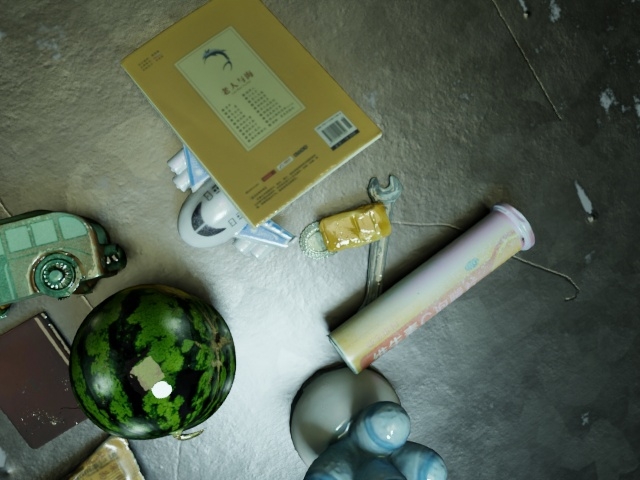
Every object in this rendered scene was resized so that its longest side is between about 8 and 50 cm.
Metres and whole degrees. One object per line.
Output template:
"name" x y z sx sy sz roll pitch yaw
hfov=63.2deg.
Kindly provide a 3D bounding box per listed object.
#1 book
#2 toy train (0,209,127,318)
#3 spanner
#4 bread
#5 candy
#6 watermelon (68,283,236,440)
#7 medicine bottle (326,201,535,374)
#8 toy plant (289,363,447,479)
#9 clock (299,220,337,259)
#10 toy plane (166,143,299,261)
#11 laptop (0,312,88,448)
"book" -0.120 -0.237 0.864 0.269 0.032 0.389 -37 76 -10
"toy train" -0.494 0.041 0.859 0.326 0.129 0.159 -15 92 -8
"spanner" 0.115 0.021 1.021 0.071 0.017 0.302 4 94 -10
"bread" 0.064 -0.024 0.975 0.132 0.053 0.074 -15 95 -3
"candy" -0.440 0.474 0.924 0.271 0.101 0.143 -32 94 -12
"watermelon" -0.270 0.194 0.842 0.268 0.269 0.269 -1 95 -10
"medicine bottle" 0.208 0.092 0.991 0.426 0.108 0.108 -36 100 -7
"toy plant" 0.079 0.374 0.889 0.247 0.332 0.247 -1 97 -12
"clock" 0.000 0.000 1.001 0.083 0.010 0.074 -19 99 -8
"toy plane" -0.141 -0.088 0.913 0.266 0.122 0.267 -1 97 -8
"laptop" -0.503 0.251 0.928 0.153 0.026 0.207 -31 99 -4
